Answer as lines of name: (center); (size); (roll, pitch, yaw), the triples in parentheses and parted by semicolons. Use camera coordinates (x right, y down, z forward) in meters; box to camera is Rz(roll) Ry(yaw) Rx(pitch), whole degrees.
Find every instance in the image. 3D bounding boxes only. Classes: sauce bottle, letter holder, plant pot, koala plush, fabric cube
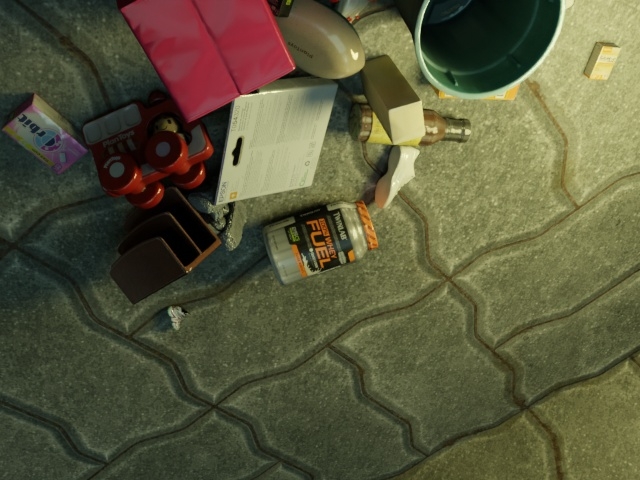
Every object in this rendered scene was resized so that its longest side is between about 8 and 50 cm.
sauce bottle: (0.254, -0.317, 1.875); (0.344, 0.111, 0.111); (3, 127, -16)
letter holder: (-0.453, 0.011, 1.807); (0.302, 0.152, 0.214); (-27, 104, 43)
plant pot: (0.328, -0.559, 1.551); (0.341, 0.334, 0.341); (-8, 131, -9)
koala plush: (-0.340, -0.080, 1.886); (0.221, 0.203, 0.196); (-11, 125, 21)
fabric cube: (-0.235, -0.447, 1.354); (0.259, 0.254, 0.258); (-26, 129, 2)

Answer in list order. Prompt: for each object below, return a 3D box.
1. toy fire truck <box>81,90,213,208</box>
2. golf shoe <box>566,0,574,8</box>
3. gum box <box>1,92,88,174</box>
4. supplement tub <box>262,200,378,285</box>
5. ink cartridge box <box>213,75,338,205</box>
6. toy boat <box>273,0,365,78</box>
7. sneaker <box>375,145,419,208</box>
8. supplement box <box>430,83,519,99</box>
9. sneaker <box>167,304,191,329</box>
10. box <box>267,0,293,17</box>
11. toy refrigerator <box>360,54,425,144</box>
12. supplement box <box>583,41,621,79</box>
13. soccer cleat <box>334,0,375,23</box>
toy fire truck: (-0.430, -0.240, 1.667); (0.302, 0.254, 0.169); (-24, 164, 6)
golf shoe: (0.583, -0.626, 1.728); (0.198, 0.094, 0.077); (7, 125, -23)
gum box: (-0.683, -0.262, 1.687); (0.107, 0.062, 0.188); (-34, 129, 13)
supplement tub: (0.000, 0.000, 2.010); (0.316, 0.194, 0.194); (-20, 131, 0)
ink cartridge box: (-0.130, -0.265, 1.761); (0.330, 0.071, 0.324); (-14, 136, -36)
toy boat: (0.017, -0.523, 1.558); (0.267, 0.148, 0.318); (33, 149, -4)
sneaker: (0.236, -0.184, 2.009); (0.094, 0.080, 0.212); (0, 128, -30)
supplement box: (0.426, -0.439, 1.847); (0.233, 0.078, 0.080); (0, 131, -15)
sneaker: (-0.454, 0.249, 2.187); (0.069, 0.038, 0.098); (-13, 131, -4)
box: (-0.118, -0.619, 1.481); (0.045, 0.190, 0.184); (-19, 141, -49)
toy refrigerator: (0.183, -0.365, 1.711); (0.094, 0.269, 0.102); (-16, 130, -2)
supplement box: (0.805, -0.512, 1.919); (0.062, 0.036, 0.098); (-1, 128, -16)
soccer cleat: (0.072, -0.584, 1.645); (0.196, 0.076, 0.068); (-35, 172, 31)
